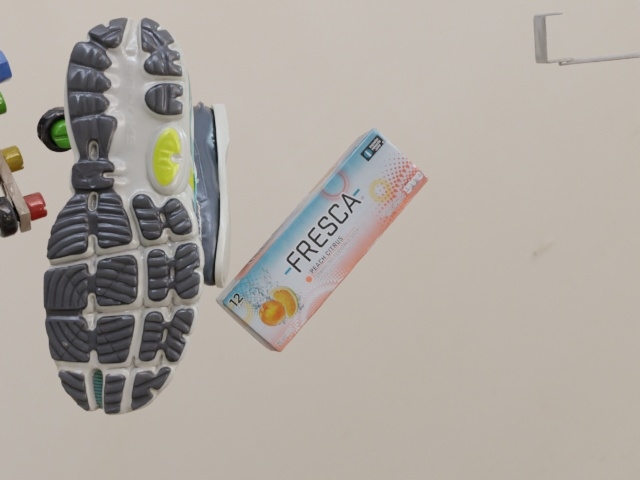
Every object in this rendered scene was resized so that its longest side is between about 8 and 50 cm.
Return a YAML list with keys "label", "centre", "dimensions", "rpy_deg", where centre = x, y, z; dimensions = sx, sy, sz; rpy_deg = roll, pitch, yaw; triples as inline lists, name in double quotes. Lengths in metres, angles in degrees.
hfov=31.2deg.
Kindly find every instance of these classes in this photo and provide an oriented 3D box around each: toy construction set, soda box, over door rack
- label: "toy construction set"
  centre: [-0.488, -0.122, 1.467]
  dimensions: [0.237, 0.309, 0.257]
  rpy_deg: [36, -13, 44]
- label: "soda box"
  centre: [0.000, 0.000, 0.902]
  dimensions: [0.063, 0.183, 0.058]
  rpy_deg: [42, -9, -7]
- label: "over door rack"
  centre: [0.421, -0.181, 1.246]
  dimensions: [0.239, 0.324, 0.108]
  rpy_deg: [15, -81, 62]

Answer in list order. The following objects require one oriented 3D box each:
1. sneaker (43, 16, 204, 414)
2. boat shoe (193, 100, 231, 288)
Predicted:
- label: "sneaker"
  centre: [-0.122, -0.015, 0.800]
  dimensions: [0.110, 0.107, 0.275]
  rpy_deg: [69, 24, -76]
- label: "boat shoe"
  centre: [-0.142, -0.057, 1.305]
  dimensions: [0.095, 0.079, 0.255]
  rpy_deg: [105, -17, -57]
